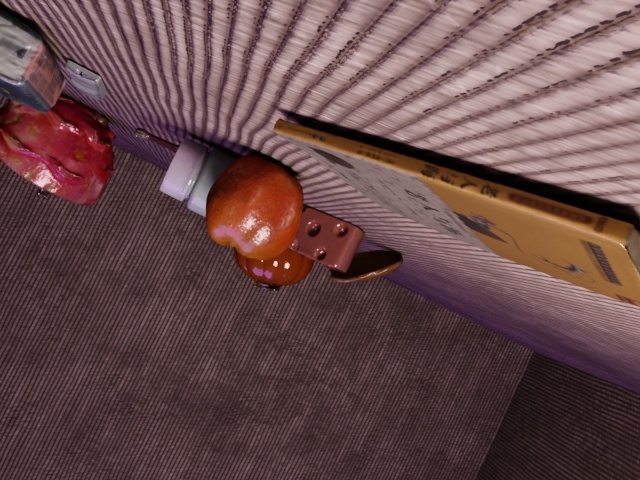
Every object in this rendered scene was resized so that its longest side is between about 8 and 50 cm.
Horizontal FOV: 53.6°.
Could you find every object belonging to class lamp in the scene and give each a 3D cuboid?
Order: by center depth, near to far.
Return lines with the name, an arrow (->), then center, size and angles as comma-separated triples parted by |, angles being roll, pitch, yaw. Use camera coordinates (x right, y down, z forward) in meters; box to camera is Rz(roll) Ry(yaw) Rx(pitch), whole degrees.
lamp -> -0.124, 0.037, 1.722 | 0.223, 0.196, 0.223 | 13, -172, -2

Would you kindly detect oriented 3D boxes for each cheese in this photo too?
cheese -> 0.024, 0.012, 1.611 | 0.203, 0.128, 0.177 | 22, 175, 34

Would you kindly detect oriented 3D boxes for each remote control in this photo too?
remote control -> -0.421, -0.284, 1.135 | 0.061, 0.029, 0.162 | 25, 177, -14

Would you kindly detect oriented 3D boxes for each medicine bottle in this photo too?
medicine bottle -> -0.198, -0.106, 1.292 | 0.226, 0.139, 0.139 | 26, 177, -12

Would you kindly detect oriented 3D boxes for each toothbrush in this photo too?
toothbrush -> -0.278, -0.188, 1.512 | 0.364, 0.040, 0.041 | 25, 177, 1

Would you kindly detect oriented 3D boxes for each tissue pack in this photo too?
tissue pack -> -0.528, -0.303, 0.980 | 0.228, 0.103, 0.316 | 28, 176, -17

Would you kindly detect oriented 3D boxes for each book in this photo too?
book -> 0.158, -0.030, 0.685 | 0.389, 0.032, 0.269 | 24, 178, 38

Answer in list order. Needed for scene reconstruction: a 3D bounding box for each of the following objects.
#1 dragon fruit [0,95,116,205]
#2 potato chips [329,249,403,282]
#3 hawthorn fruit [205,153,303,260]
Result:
dragon fruit -> -0.735, -0.286, 1.776 | 0.386, 0.249, 0.371 | 33, -172, -42
potato chips -> 0.122, 0.075, 1.681 | 0.202, 0.049, 0.150 | -9, -162, 13
hawthorn fruit -> -0.116, -0.060, 1.116 | 0.189, 0.189, 0.189 | 26, 177, 1
